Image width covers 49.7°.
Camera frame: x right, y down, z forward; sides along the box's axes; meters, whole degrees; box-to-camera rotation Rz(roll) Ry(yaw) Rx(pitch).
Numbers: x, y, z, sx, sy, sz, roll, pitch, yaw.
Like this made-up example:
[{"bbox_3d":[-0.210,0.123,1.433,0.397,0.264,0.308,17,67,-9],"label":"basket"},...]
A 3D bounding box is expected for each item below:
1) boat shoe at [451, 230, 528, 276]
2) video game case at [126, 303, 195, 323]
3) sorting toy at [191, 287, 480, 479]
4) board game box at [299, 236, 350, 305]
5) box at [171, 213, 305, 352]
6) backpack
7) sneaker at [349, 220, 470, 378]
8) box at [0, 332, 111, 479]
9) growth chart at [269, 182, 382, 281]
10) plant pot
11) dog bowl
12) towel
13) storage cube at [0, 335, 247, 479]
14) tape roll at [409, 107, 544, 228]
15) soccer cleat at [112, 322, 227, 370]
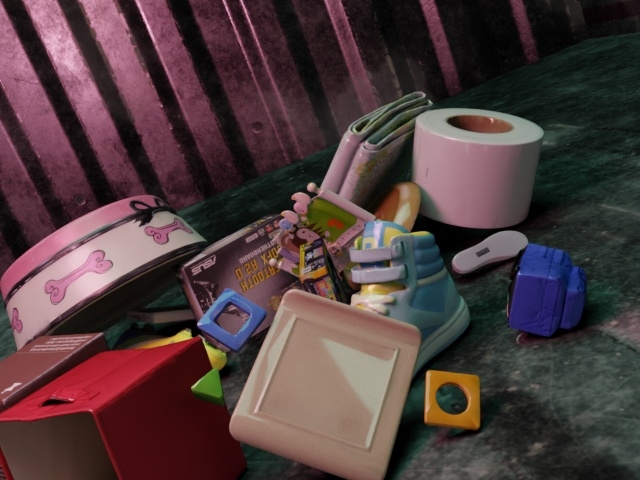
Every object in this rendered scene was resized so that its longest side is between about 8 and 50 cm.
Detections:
[{"bbox_3d":[0.287,0.024,1.185,0.142,0.049,0.040,-19,-23,-10],"label":"boat shoe"},{"bbox_3d":[-0.263,0.143,1.380,0.201,0.023,0.183,-2,-2,-31],"label":"video game case"},{"bbox_3d":[0.012,0.171,0.814,0.348,0.047,0.196,16,59,9],"label":"sorting toy"},{"bbox_3d":[0.011,0.086,1.157,0.048,0.141,0.170,-22,16,5],"label":"board game box"},{"bbox_3d":[-0.140,0.079,1.306,0.231,0.183,0.056,-30,17,-30],"label":"box"},{"bbox_3d":[0.304,0.065,0.935,0.101,0.098,0.120,14,26,13],"label":"backpack"},{"bbox_3d":[0.063,0.095,0.935,0.127,0.208,0.319,-3,25,47],"label":"sneaker"},{"bbox_3d":[-0.368,0.259,0.964,0.168,0.203,0.167,-8,20,38],"label":"box"},{"bbox_3d":[0.000,0.000,1.240,0.237,0.172,0.021,123,163,-44],"label":"growth chart"},{"bbox_3d":[0.108,-0.016,1.326,0.236,0.032,0.236,-54,16,24],"label":"plant pot"},{"bbox_3d":[-0.419,0.063,1.331,0.408,0.150,0.408,-33,-5,-3],"label":"dog bowl"},{"bbox_3d":[0.088,-0.117,1.460,0.090,0.374,0.320,35,39,15],"label":"towel"},{"bbox_3d":[-0.233,0.247,0.826,0.184,0.215,0.193,-13,11,29],"label":"storage cube"},{"bbox_3d":[0.300,-0.148,1.356,0.246,0.169,0.246,3,25,-2],"label":"tape roll"},{"bbox_3d":[-0.276,0.220,1.239,0.289,0.093,0.121,-1,56,42],"label":"soccer cleat"}]
